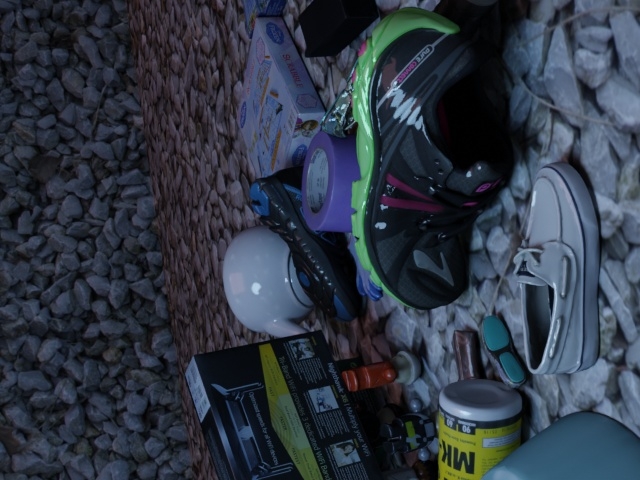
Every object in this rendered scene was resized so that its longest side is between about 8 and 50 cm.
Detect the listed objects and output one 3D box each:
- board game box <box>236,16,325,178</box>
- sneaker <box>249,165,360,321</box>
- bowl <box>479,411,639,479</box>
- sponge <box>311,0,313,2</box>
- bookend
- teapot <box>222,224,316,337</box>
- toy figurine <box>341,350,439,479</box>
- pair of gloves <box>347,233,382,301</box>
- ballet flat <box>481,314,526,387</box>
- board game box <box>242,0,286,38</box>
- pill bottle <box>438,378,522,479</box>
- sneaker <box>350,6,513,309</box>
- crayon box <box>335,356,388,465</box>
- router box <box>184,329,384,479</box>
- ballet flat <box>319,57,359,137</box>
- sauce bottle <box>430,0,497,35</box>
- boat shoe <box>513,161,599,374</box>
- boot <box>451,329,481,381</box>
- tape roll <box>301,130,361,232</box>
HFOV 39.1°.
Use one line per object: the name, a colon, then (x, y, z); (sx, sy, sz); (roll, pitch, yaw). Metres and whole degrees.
board game box: (-0.098, -0.279, 2.033); (0.318, 0.066, 0.317); (109, 146, -49)
sneaker: (0.000, 0.000, 1.806); (0.340, 0.140, 0.125); (60, 152, 4)
bowl: (0.293, 0.380, 1.113); (0.311, 0.163, 0.311); (174, 90, -69)
sponge: (0.020, -0.526, 1.709); (0.117, 0.031, 0.210); (-135, 43, -58)
bookend: (0.017, -0.438, 1.640); (0.157, 0.072, 0.156); (-32, 72, 57)
teapot: (-0.073, 0.071, 1.921); (0.187, 0.252, 0.255); (-11, 109, 29)
toy figurine: (0.129, 0.320, 1.549); (0.209, 0.148, 0.213); (50, 140, 45)
pair of gloves: (0.091, 0.017, 1.705); (0.198, 0.023, 0.159); (105, 150, -42)
ballet flat: (0.261, 0.164, 1.301); (0.041, 0.041, 0.114); (112, 146, -51)
board game box: (-0.135, -0.594, 2.042); (0.194, 0.060, 0.194); (126, 132, -60)
pill bottle: (0.231, 0.318, 1.311); (0.119, 0.119, 0.208); (-152, 57, -64)
sneaker: (0.162, -0.078, 1.258); (0.202, 0.185, 0.482); (19, 137, 32)
crayon box: (0.037, 0.416, 1.875); (0.322, 0.083, 0.203); (109, 147, -48)
router box: (-0.061, 0.314, 1.485); (0.308, 0.243, 0.081); (67, 149, 27)
ballet flat: (0.069, -0.266, 1.614); (0.188, 0.070, 0.070); (-59, 38, 26)
sauce bottle: (0.157, -0.261, 1.335); (0.344, 0.112, 0.111); (119, 139, -57)
boat shoe: (0.285, 0.037, 1.130); (0.096, 0.088, 0.267); (-162, 67, -67)
boot: (0.218, 0.198, 1.417); (0.106, 0.037, 0.114); (-25, 76, 54)
tape roll: (0.030, -0.110, 1.702); (0.189, 0.080, 0.188); (-177, 90, -72)
